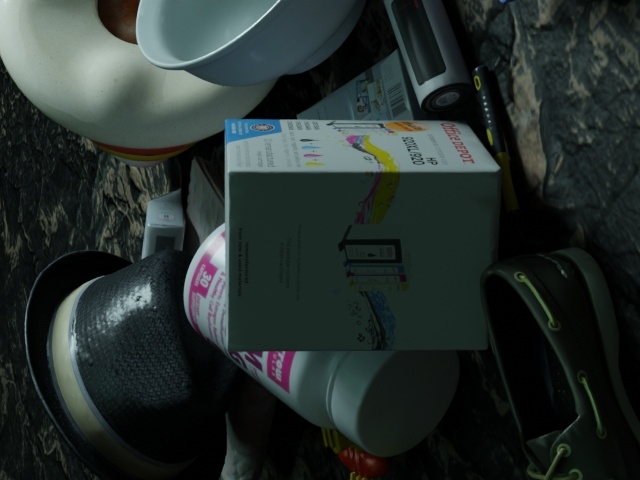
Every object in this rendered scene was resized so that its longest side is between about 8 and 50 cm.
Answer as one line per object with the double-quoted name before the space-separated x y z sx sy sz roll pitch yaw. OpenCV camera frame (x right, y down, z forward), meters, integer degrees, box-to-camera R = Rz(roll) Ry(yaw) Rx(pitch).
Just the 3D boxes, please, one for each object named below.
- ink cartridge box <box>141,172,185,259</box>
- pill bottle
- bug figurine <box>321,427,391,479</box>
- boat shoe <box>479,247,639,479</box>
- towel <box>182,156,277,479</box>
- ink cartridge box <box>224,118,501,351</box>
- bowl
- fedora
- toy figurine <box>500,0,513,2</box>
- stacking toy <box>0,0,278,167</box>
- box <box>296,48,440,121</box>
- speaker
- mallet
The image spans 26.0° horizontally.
"ink cartridge box" -0.222 0.026 1.907 0.232 0.066 0.189 -116 31 -66
"pill bottle" -0.001 0.093 1.418 0.283 0.160 0.160 32 123 42
"bug figurine" 0.079 0.322 1.412 0.216 0.072 0.279 -162 60 -67
"boat shoe" 0.205 0.155 1.131 0.109 0.091 0.305 -40 59 58
"towel" -0.117 0.103 1.767 0.317 0.053 0.332 -124 36 -53
"ink cartridge box" 0.031 -0.009 1.242 0.171 0.232 0.168 -103 13 -70
"bowl" -0.045 -0.269 1.450 0.297 0.134 0.298 -29 43 31
"fedora" -0.180 0.126 1.584 0.152 0.334 0.334 -38 57 28
"toy figurine" 0.106 -0.298 1.153 0.362 0.191 0.217 -123 12 -58
"stacking toy" -0.218 -0.216 1.778 0.480 0.350 0.351 108 151 -73
"box" 0.052 -0.094 1.419 0.186 0.038 0.145 -28 71 51
"speaker" 0.101 -0.192 1.322 0.055 0.055 0.136 -51 49 54
"mallet" 0.160 -0.066 1.256 0.062 0.039 0.190 124 139 -54
